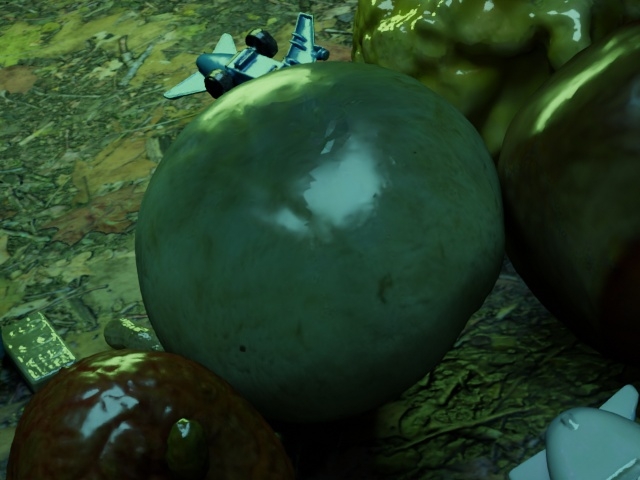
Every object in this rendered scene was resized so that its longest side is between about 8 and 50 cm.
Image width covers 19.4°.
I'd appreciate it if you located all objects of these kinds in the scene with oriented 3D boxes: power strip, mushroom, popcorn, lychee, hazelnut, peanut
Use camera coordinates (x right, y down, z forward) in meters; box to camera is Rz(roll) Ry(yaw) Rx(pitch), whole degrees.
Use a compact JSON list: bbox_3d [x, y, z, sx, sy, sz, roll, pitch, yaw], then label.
[{"bbox_3d":[-0.287,0.119,1.919,0.056,0.032,0.123,-26,35,-17],"label":"power strip"},{"bbox_3d":[0.000,0.000,1.661,0.352,0.260,0.352,-11,49,13],"label":"mushroom"},{"bbox_3d":[0.195,-0.223,1.979,0.354,0.344,0.390,-33,-6,9],"label":"popcorn"},{"bbox_3d":[-0.139,0.213,1.518,0.255,0.255,0.300,-25,2,-18],"label":"lychee"},{"bbox_3d":[0.338,-0.035,1.675,0.365,0.366,0.366,-10,32,6],"label":"hazelnut"},{"bbox_3d":[-0.189,0.101,1.909,0.083,0.037,0.037,24,47,39],"label":"peanut"}]

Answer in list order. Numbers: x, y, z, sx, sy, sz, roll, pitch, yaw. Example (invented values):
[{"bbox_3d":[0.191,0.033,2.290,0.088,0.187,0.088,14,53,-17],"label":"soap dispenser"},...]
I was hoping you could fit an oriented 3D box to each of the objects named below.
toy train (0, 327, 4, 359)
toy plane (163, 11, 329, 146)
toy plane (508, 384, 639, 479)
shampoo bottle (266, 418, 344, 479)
[{"bbox_3d":[-0.438,0.007,1.934,0.188,0.265,0.300,-14,29,-19],"label":"toy train"},{"bbox_3d":[-0.062,-0.184,2.250,0.271,0.105,0.254,17,57,45],"label":"toy plane"},{"bbox_3d":[0.253,0.216,1.477,0.267,0.123,0.267,-23,36,18],"label":"toy plane"},{"bbox_3d":[-0.022,0.131,1.762,0.098,0.071,0.309,-4,33,13],"label":"shampoo bottle"}]
